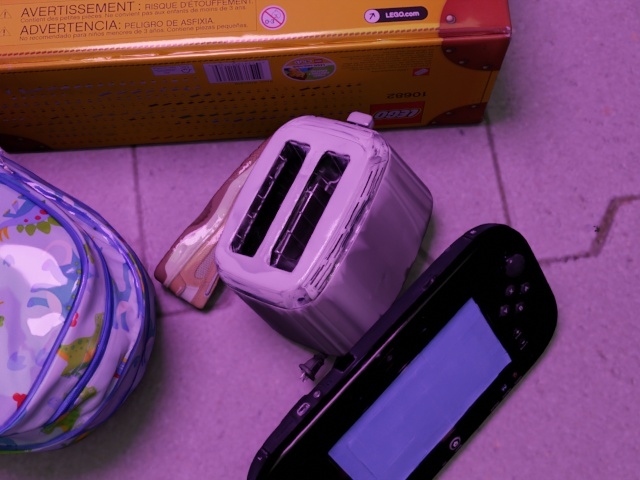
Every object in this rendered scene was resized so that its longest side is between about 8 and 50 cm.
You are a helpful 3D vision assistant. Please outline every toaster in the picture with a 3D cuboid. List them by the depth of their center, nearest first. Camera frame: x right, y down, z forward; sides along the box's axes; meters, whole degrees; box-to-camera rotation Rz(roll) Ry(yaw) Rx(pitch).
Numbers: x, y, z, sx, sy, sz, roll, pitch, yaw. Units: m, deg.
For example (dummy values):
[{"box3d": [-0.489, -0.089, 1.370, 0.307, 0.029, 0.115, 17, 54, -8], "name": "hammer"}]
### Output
[{"box3d": [0.000, 0.000, 0.740, 0.129, 0.146, 0.227, 20, 75, 31], "name": "toaster"}]

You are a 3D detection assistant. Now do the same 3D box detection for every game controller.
[{"box3d": [0.081, 0.134, 0.715, 0.319, 0.067, 0.166, -45, 120, -11], "name": "game controller"}]

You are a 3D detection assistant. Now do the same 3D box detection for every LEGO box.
[{"box3d": [-0.094, -0.303, 0.816, 0.500, 0.193, 0.372, -3, 74, 1], "name": "LEGO box"}]

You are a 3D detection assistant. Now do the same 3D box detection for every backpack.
[{"box3d": [-0.317, 0.046, 0.717, 0.355, 0.273, 0.290, 30, 73, -9], "name": "backpack"}]

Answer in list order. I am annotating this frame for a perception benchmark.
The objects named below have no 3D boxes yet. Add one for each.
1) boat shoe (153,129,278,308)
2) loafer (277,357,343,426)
[{"box3d": [-0.075, -0.018, 0.810, 0.072, 0.068, 0.190, 39, 89, -1], "name": "boat shoe"}, {"box3d": [0.036, 0.141, 0.766, 0.170, 0.062, 0.061, -43, 116, -12], "name": "loafer"}]
